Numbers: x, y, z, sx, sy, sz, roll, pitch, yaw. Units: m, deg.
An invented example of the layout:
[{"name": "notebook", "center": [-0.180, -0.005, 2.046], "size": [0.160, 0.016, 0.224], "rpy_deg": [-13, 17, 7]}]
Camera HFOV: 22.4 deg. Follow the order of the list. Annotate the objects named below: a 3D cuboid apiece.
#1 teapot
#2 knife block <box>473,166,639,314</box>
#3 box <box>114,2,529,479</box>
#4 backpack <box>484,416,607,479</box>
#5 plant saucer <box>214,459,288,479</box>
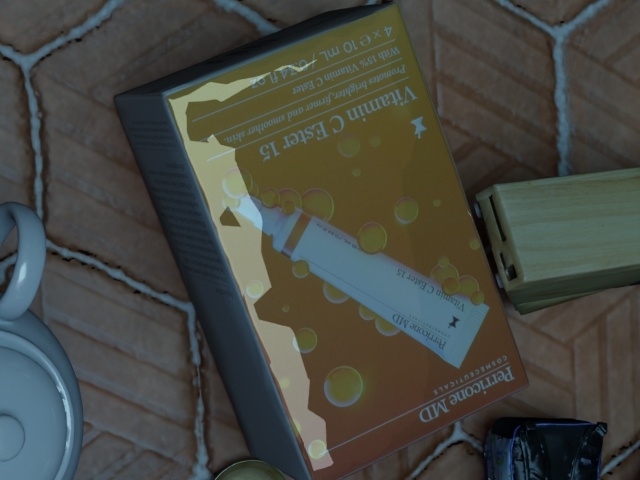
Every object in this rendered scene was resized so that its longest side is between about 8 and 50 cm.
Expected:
[{"name": "teapot", "center": [-0.277, 0.139, 1.239], "size": [0.252, 0.187, 0.256], "rpy_deg": [-36, 106, -32]}, {"name": "knife block", "center": [0.272, -0.015, 1.430], "size": [0.242, 0.275, 0.088], "rpy_deg": [-19, 78, 8]}, {"name": "box", "center": [0.000, 0.000, 1.365], "size": [0.215, 0.168, 0.345], "rpy_deg": [-24, 103, -17]}, {"name": "backpack", "center": [0.205, 0.222, 1.505], "size": [0.105, 0.084, 0.114], "rpy_deg": [3, 88, -20]}, {"name": "plant saucer", "center": [-0.065, 0.235, 1.441], "size": [0.083, 0.015, 0.083], "rpy_deg": [-2, 95, -20]}]
